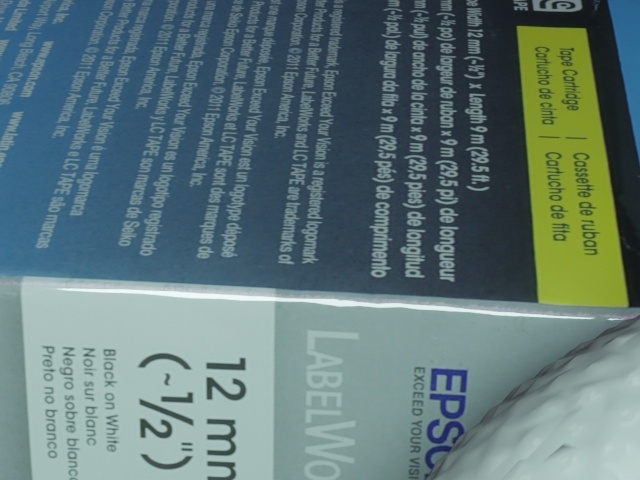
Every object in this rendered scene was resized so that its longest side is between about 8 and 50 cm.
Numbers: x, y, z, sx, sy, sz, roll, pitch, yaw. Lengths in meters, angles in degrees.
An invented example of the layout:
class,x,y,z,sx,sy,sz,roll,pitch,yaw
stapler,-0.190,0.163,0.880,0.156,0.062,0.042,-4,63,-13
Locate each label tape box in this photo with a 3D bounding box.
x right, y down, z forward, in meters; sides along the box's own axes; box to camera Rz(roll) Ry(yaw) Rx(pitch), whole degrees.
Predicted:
class,x,y,z,sx,sy,sz,roll,pitch,yaw
label tape box,0.000,0.000,0.694,0.347,0.115,0.249,4,30,1

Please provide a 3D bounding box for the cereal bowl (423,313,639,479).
class,x,y,z,sx,sy,sz,roll,pitch,yaw
cereal bowl,0.160,0.159,0.462,0.338,0.141,0.339,1,78,-4
